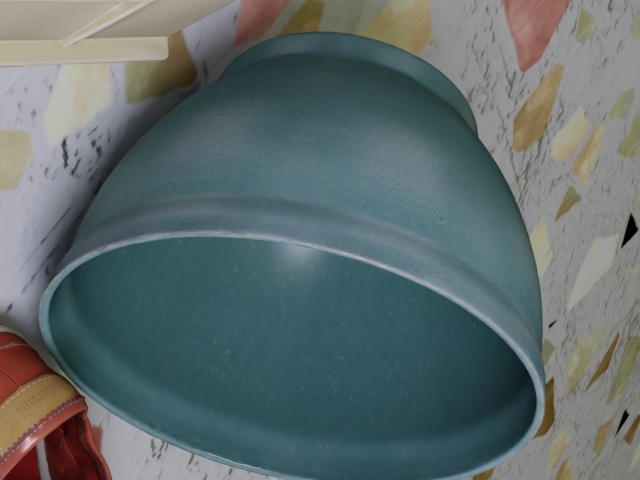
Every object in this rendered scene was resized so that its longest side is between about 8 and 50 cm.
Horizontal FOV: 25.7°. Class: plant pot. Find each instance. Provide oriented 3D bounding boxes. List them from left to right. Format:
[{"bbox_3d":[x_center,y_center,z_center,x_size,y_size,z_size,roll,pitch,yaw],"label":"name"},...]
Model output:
[{"bbox_3d":[0.000,0.000,0.855,0.293,0.293,0.196,66,31,-52],"label":"plant pot"}]

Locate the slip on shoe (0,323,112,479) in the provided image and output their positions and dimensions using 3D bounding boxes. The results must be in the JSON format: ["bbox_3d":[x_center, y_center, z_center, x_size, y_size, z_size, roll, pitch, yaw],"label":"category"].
[{"bbox_3d":[-0.178,0.197,0.869,0.123,0.101,0.331,-37,141,-39],"label":"slip on shoe"}]

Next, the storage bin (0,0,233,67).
[{"bbox_3d":[-0.137,-0.202,0.489,0.260,0.123,0.262,-12,83,-53],"label":"storage bin"}]
